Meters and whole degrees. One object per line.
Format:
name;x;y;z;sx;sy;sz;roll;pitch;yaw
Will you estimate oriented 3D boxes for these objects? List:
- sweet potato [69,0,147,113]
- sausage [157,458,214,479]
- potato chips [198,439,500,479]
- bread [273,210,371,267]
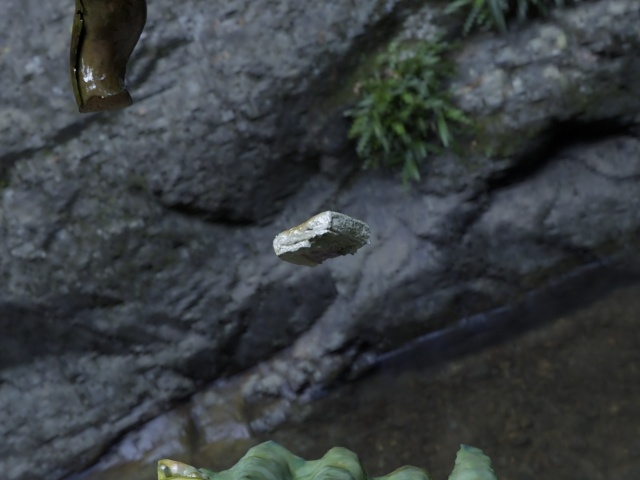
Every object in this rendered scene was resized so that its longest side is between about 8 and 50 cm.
sweet potato;-0.243;-0.274;1.390;0.085;0.286;0.112;11;35;4
sausage;-0.023;0.184;0.220;0.123;0.123;0.347;-18;42;4
potato chips;0.133;0.159;0.663;0.389;0.373;0.097;-11;66;62
bread;0.000;0.000;1.208;0.083;0.070;0.035;-21;66;31
